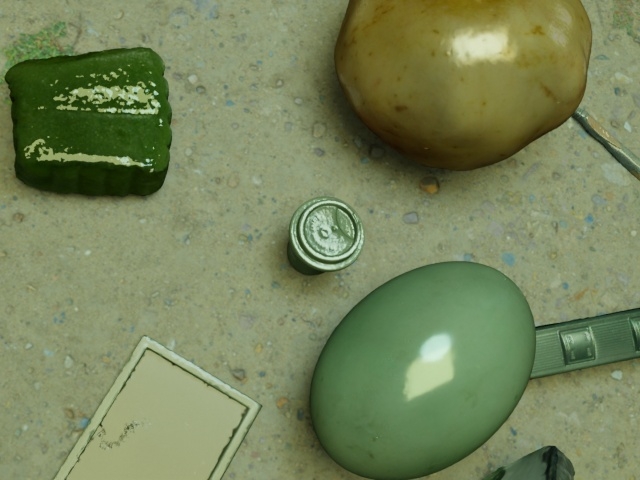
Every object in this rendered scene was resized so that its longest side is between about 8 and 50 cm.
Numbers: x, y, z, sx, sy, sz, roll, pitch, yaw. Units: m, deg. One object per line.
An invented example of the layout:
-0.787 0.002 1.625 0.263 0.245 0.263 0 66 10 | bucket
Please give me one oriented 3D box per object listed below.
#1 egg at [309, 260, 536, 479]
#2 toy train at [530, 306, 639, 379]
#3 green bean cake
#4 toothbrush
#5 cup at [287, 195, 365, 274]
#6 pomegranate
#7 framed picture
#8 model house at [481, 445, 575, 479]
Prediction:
0.155 0.188 1.414 0.389 0.276 0.276 -38 87 -23 | egg
0.438 0.173 1.596 0.409 0.089 0.086 -8 82 -17 | toy train
-0.357 -0.183 1.473 0.248 0.125 0.222 0 73 -17 | green bean cake
0.512 -0.200 1.753 0.375 0.037 0.028 42 72 -3 | toothbrush
0.000 0.000 1.502 0.120 0.141 0.120 3 77 -12 | cup
0.221 -0.313 1.515 0.411 0.411 0.412 4 73 -14 | pomegranate
-0.243 0.309 1.415 0.216 0.016 0.273 33 69 -4 | framed picture
0.345 0.498 1.392 0.301 0.190 0.271 53 27 -7 | model house
